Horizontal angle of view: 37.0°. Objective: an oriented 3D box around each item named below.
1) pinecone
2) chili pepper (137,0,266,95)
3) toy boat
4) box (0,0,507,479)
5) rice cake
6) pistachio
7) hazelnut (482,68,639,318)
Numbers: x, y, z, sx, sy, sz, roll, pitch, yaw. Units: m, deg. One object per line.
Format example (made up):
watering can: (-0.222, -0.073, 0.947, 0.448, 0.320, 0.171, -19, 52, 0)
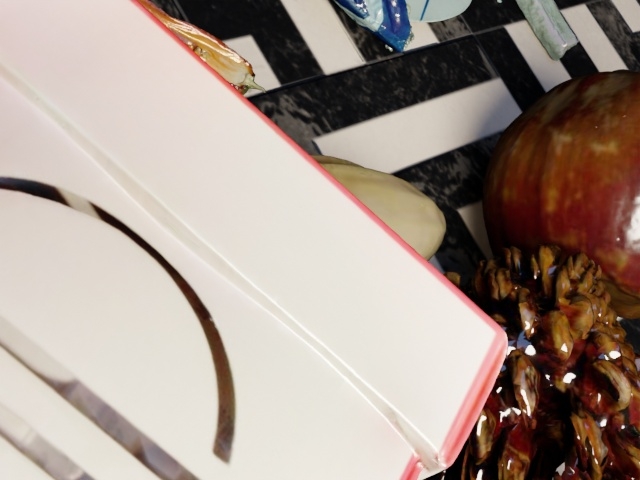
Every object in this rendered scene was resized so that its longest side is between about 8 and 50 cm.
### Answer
pinecone: (0.139, 0.115, 0.698, 0.221, 0.221, 0.221, 15, 57, -25)
chili pepper: (-0.123, -0.168, 0.794, 0.178, 0.027, 0.045, 33, 47, -14)
toy boat: (0.091, -0.286, 0.995, 0.291, 0.067, 0.220, -5, 68, -47)
box: (-0.164, 0.096, 0.436, 0.314, 0.312, 0.300, 42, 50, -8)
rice cake: (0.230, -0.298, 1.090, 0.033, 0.033, 0.208, -19, 76, -40)
pistachio: (0.000, 0.000, 0.723, 0.206, 0.131, 0.129, -1, 24, -38)
hazelnut: (0.259, -0.041, 0.835, 0.218, 0.234, 0.218, 0, 91, -33)
